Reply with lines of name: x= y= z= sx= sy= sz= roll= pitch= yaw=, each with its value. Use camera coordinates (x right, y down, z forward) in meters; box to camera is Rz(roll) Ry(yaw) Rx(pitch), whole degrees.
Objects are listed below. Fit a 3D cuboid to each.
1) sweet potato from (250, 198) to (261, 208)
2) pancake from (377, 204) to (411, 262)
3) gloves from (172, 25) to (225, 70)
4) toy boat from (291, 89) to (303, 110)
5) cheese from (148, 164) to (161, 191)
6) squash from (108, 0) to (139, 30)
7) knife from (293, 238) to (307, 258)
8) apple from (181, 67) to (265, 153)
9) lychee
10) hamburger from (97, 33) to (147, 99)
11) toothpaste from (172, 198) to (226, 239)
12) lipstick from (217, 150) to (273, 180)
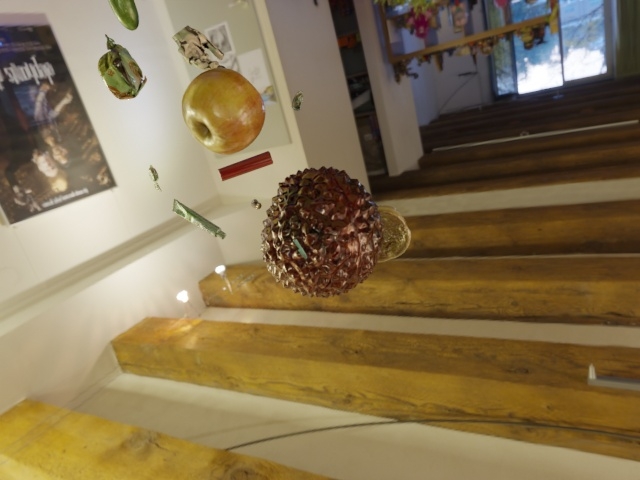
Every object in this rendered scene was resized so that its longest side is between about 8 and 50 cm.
sweet potato: x=-0.183 y=-0.102 z=1.278 sx=0.026 sy=0.026 sz=0.115 roll=-19 pitch=-163 yaw=-12
pancake: x=0.219 y=-0.018 z=1.763 sx=0.282 sy=0.282 sz=0.049 roll=-11 pitch=-144 yaw=12
gloves: x=-0.448 y=-0.698 z=1.690 sx=0.111 sy=0.212 sz=0.127 roll=-27 pitch=-152 yaw=23
toy boat: x=-0.078 y=-0.497 z=1.589 sx=0.038 sy=0.038 sz=0.083 roll=-1 pitch=-114 yaw=37
cheese: x=-0.735 y=-0.277 z=1.985 sx=0.026 sy=0.121 sz=0.067 roll=-28 pitch=-142 yaw=-34
squash: x=-0.685 y=-0.854 z=1.490 sx=0.082 sy=0.292 sz=0.082 roll=-14 pitch=-158 yaw=6
knife: x=-0.054 y=0.024 z=1.214 sx=0.014 sy=0.091 sz=0.005 roll=-33 pitch=-132 yaw=-2
apple: x=-0.321 y=-0.431 z=1.498 sx=0.286 sy=0.286 sz=0.233 roll=7 pitch=-129 yaw=48
lychee: x=0.000 y=0.000 z=1.490 sx=0.424 sy=0.500 sz=0.424 roll=0 pitch=-152 yaw=0
hamburger: x=-0.801 y=-0.691 z=1.785 sx=0.125 sy=0.235 sz=0.214 roll=-26 pitch=-138 yaw=7
toothpaste: x=-0.561 y=-0.092 z=2.063 sx=0.297 sy=0.075 sz=0.048 roll=31 pitch=-143 yaw=11
lipstick: x=-0.376 y=-0.374 z=2.262 sx=0.279 sy=0.073 sz=0.073 roll=-22 pitch=-160 yaw=-13
